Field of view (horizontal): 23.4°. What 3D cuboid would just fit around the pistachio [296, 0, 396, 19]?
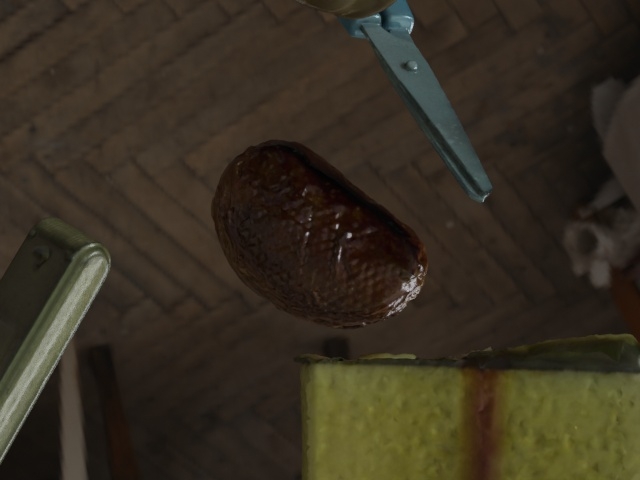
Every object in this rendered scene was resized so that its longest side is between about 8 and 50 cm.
[{"bbox_3d":[0.023,-0.300,1.331,0.153,0.138,0.238,16,126,23],"label":"pistachio"}]

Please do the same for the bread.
[{"bbox_3d":[0.069,0.178,0.733,0.167,0.264,0.163,2,173,3],"label":"bread"}]

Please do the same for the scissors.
[{"bbox_3d":[0.072,-0.188,1.500,0.192,0.447,0.029,-3,134,-24],"label":"scissors"}]

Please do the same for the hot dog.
[{"bbox_3d":[0.002,-0.003,1.523,0.160,0.227,0.099,-41,161,-30],"label":"hot dog"}]

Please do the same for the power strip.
[{"bbox_3d":[-0.318,0.161,1.438,0.066,0.092,0.388,36,83,-46],"label":"power strip"}]
